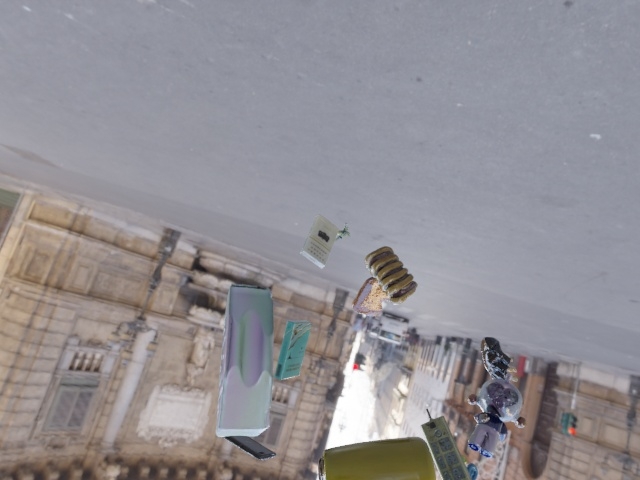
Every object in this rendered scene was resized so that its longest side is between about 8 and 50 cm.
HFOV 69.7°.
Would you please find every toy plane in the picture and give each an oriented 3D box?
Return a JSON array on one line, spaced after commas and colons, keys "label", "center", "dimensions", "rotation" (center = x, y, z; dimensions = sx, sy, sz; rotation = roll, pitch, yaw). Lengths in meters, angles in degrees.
[{"label": "toy plane", "center": [0.094, -0.030, 1.962], "dimensions": [0.111, 0.102, 0.040], "rotation": [9, -142, -50]}]

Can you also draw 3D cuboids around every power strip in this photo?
[{"label": "power strip", "center": [0.414, 0.699, 1.553], "dimensions": [0.092, 0.268, 0.034], "rotation": [-28, 145, 11]}]

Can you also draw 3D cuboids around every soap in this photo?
[{"label": "soap", "center": [-0.240, 0.377, 1.476], "dimensions": [0.156, 0.447, 0.261], "rotation": [6, 151, -13]}]

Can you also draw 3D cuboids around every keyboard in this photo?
[{"label": "keyboard", "center": [-0.271, 0.772, 1.731], "dimensions": [0.230, 0.025, 0.093], "rotation": [5, 173, 45]}]

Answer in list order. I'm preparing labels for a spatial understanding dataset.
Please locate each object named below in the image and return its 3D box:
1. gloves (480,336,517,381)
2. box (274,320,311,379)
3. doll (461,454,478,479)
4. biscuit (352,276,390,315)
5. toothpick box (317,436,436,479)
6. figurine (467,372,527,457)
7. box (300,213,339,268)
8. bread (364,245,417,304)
[{"label": "gloves", "center": [0.782, 0.540, 2.015], "dimensions": [0.124, 0.204, 0.164], "rotation": [-20, 140, 18]}, {"label": "box", "center": [-0.110, 0.441, 1.873], "dimensions": [0.041, 0.230, 0.162], "rotation": [12, 177, 26]}, {"label": "doll", "center": [0.570, 1.079, 1.894], "dimensions": [0.098, 0.346, 0.341], "rotation": [-16, 134, 42]}, {"label": "biscuit", "center": [0.243, 0.240, 1.902], "dimensions": [0.186, 0.192, 0.036], "rotation": [22, -158, -18]}, {"label": "toothpick box", "center": [0.130, 0.575, 1.113], "dimensions": [0.271, 0.175, 0.175], "rotation": [-3, 170, -2]}, {"label": "figurine", "center": [0.590, 0.596, 1.589], "dimensions": [0.194, 0.274, 0.133], "rotation": [43, 155, 39]}, {"label": "box", "center": [0.000, 0.000, 1.478], "dimensions": [0.090, 0.167, 0.024], "rotation": [36, 139, -17]}, {"label": "bread", "center": [0.269, 0.125, 1.725], "dimensions": [0.225, 0.134, 0.081], "rotation": [53, 154, 25]}]
